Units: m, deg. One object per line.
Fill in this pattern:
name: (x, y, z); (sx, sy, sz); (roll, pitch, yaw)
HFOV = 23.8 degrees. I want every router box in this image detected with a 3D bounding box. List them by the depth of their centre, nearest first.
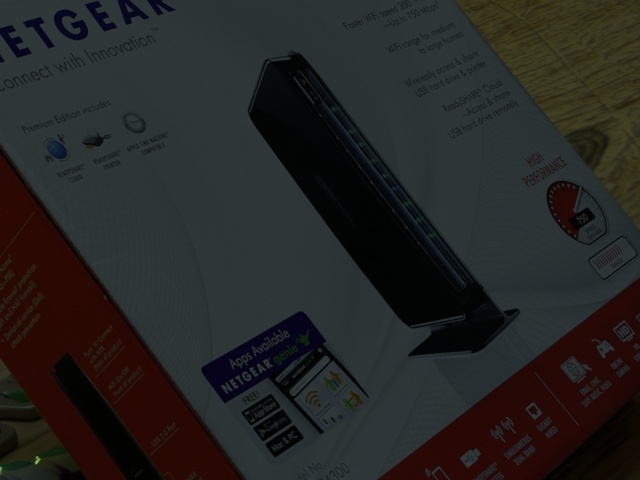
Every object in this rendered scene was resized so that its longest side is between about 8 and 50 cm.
router box: (0.000, 0.000, 0.721); (0.301, 0.082, 0.335); (52, 41, 7)

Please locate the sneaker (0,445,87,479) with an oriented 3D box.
sneaker: (-0.123, 0.146, 0.647); (0.224, 0.083, 0.098); (-5, 59, -44)

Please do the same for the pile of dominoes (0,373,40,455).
pile of dominoes: (-0.272, 0.069, 0.846); (0.251, 0.040, 0.196); (1, 22, 5)
